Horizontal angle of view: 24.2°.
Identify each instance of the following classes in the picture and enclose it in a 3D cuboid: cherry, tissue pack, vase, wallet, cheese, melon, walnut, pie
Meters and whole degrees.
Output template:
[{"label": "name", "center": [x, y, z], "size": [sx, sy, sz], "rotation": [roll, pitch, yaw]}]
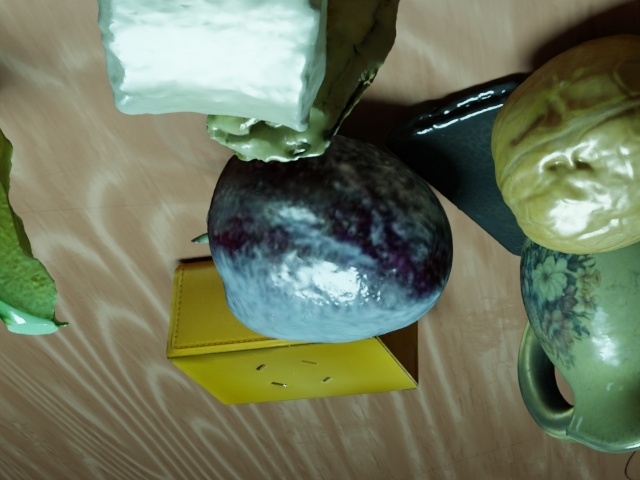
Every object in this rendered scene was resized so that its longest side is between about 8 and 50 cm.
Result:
[{"label": "cherry", "center": [0.000, 0.000, 1.582], "size": [0.296, 0.218, 0.255], "rotation": [12, 150, 23]}, {"label": "tissue pack", "center": [-0.029, 0.107, 1.905], "size": [0.274, 0.145, 0.194], "rotation": [-6, 152, 18]}, {"label": "vase", "center": [0.314, 0.106, 1.593], "size": [0.240, 0.302, 0.329], "rotation": [8, 157, -25]}, {"label": "wallet", "center": [0.216, -0.073, 1.623], "size": [0.170, 0.044, 0.321], "rotation": [-16, 148, 28]}, {"label": "cheese", "center": [-0.062, -0.247, 0.992], "size": [0.153, 0.292, 0.332], "rotation": [2, 146, 0]}, {"label": "melon", "center": [-0.344, -0.044, 1.435], "size": [0.124, 0.324, 0.196], "rotation": [-19, 157, -3]}, {"label": "walnut", "center": [0.269, -0.088, 1.403], "size": [0.193, 0.193, 0.225], "rotation": [25, 128, -39]}, {"label": "pie", "center": [-0.002, -0.169, 1.201], "size": [0.128, 0.282, 0.068], "rotation": [-2, 129, 24]}]
